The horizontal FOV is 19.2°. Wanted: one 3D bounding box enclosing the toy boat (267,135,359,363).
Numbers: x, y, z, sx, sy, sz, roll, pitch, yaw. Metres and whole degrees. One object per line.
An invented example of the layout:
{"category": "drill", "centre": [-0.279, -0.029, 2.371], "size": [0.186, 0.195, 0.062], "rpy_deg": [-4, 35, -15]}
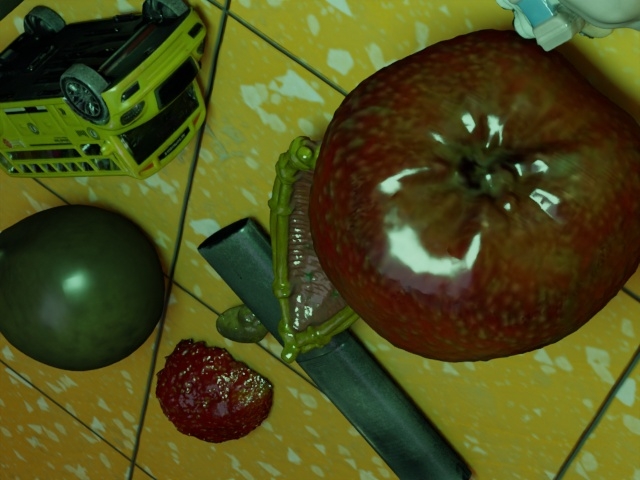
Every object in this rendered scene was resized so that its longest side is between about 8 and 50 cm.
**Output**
{"category": "toy boat", "centre": [0.003, -0.003, 1.860], "size": [0.141, 0.099, 0.318], "rpy_deg": [28, 143, 17]}

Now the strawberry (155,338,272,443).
{"category": "strawberry", "centre": [-0.127, 0.192, 2.274], "size": [0.187, 0.082, 0.146], "rpy_deg": [-10, 128, 48]}

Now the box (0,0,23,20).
{"category": "box", "centre": [-0.307, -0.397, 1.620], "size": [0.251, 0.204, 0.345], "rpy_deg": [35, 148, 13]}

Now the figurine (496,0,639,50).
{"category": "figurine", "centre": [0.199, -0.203, 1.379], "size": [0.137, 0.112, 0.229], "rpy_deg": [61, 151, -3]}

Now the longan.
{"category": "longan", "centre": [-0.278, 0.053, 2.156], "size": [0.220, 0.196, 0.196], "rpy_deg": [-5, 126, 42]}

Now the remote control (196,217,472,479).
{"category": "remote control", "centre": [0.016, 0.131, 2.056], "size": [0.377, 0.044, 0.107], "rpy_deg": [49, 144, -11]}

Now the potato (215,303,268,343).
{"category": "potato", "centre": [-0.084, 0.095, 2.125], "size": [0.092, 0.045, 0.046], "rpy_deg": [-21, 76, 54]}

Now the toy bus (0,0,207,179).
{"category": "toy bus", "centre": [-0.229, -0.146, 1.903], "size": [0.331, 0.145, 0.151], "rpy_deg": [2, 132, 51]}

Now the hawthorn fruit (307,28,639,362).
{"category": "hawthorn fruit", "centre": [0.118, -0.025, 1.546], "size": [0.275, 0.275, 0.300], "rpy_deg": [45, 150, -3]}
